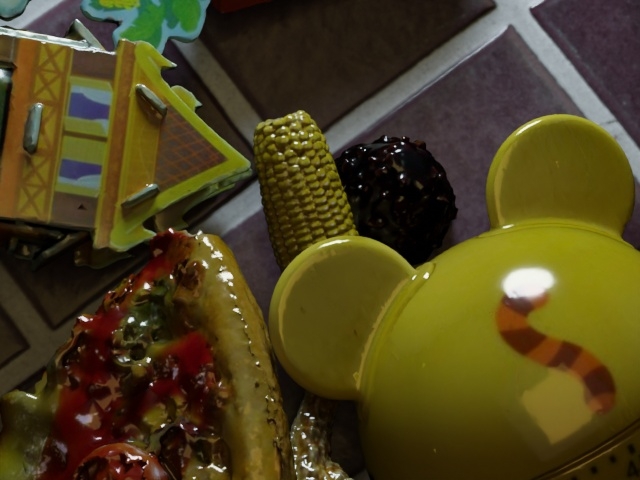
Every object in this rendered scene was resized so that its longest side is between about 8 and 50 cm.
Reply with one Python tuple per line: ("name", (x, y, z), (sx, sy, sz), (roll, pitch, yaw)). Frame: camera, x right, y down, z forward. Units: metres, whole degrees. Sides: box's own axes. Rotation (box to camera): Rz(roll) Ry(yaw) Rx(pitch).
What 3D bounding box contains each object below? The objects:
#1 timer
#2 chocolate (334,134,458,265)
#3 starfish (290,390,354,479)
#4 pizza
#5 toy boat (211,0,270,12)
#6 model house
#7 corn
("timer", (0.181, 0.114, 1.225), (0.376, 0.376, 0.387), (-31, 94, -8))
("chocolate", (0.072, -0.051, 1.362), (0.156, 0.133, 0.156), (1, 78, -3))
("starfish", (-0.002, 0.368, 1.264), (0.384, 0.132, 0.398), (-37, 90, -24))
("pizza", (-0.216, 0.222, 1.197), (0.406, 0.130, 0.440), (-15, 68, 16))
("toy boat", (0.012, -0.363, 1.414), (0.332, 0.145, 0.133), (-20, 55, -7))
("model house", (-0.229, -0.141, 1.346), (0.313, 0.242, 0.357), (8, 78, -19))
("corn", (-0.004, 0.001, 1.328), (0.091, 0.091, 0.260), (-22, 97, -50))
